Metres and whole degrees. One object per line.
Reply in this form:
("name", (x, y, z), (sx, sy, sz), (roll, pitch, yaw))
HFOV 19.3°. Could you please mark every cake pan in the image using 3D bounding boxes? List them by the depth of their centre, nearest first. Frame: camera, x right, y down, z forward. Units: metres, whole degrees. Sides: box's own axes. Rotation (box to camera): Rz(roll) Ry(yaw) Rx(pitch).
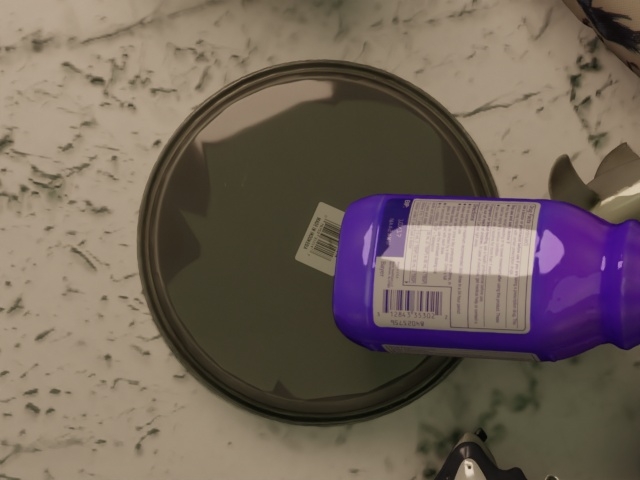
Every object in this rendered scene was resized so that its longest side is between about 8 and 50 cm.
("cake pan", (0.000, 0.000, 1.474), (0.293, 0.054, 0.293), (0, 87, 0))

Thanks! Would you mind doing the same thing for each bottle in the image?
("bottle", (0.154, 0.028, 1.363), (0.283, 0.092, 0.118), (2, 74, 17))

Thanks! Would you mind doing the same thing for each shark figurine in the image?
("shark figurine", (0.271, -0.043, 1.455), (0.278, 0.116, 0.166), (-18, 121, 8))

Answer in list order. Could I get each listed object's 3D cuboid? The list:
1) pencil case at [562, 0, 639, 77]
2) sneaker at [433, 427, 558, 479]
("pencil case", (0.281, -0.204, 1.390), (0.183, 0.160, 0.410), (-39, 74, -17))
("sneaker", (0.082, 0.217, 1.450), (0.235, 0.094, 0.153), (0, 66, 22))
